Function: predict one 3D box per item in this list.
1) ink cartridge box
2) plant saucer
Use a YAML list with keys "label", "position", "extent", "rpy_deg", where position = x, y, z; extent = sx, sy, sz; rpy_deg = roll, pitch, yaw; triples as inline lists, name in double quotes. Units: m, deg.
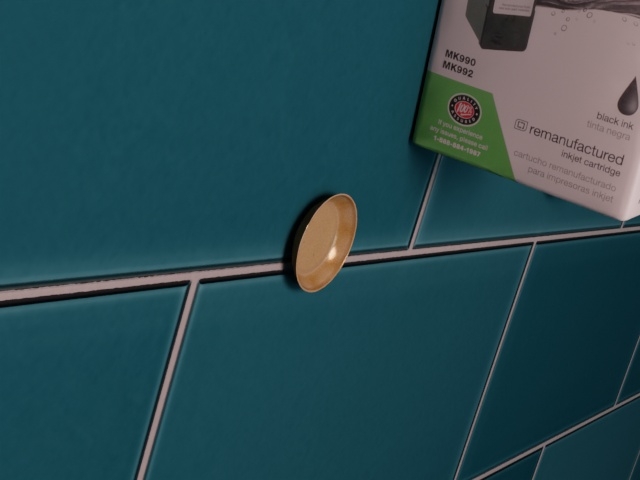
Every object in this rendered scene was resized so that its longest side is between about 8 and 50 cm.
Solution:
- label: "ink cartridge box"
  position: [0.213, -0.192, 0.989]
  extent: [0.121, 0.211, 0.289]
  rpy_deg: [-19, 126, -51]
- label: "plant saucer"
  position: [0.000, 0.000, 0.965]
  extent: [0.083, 0.015, 0.083]
  rpy_deg: [-39, 141, -41]
